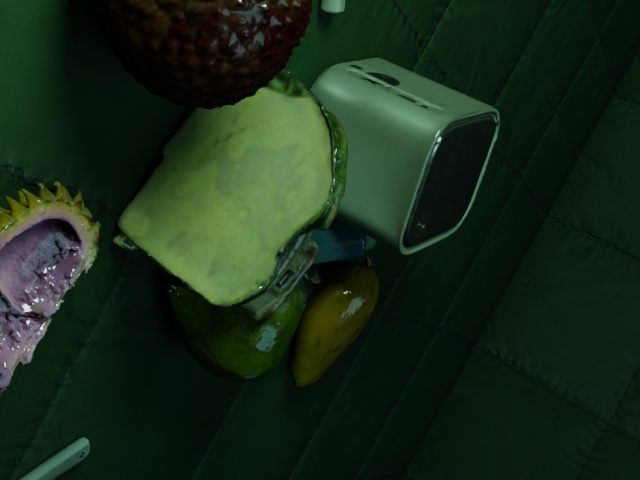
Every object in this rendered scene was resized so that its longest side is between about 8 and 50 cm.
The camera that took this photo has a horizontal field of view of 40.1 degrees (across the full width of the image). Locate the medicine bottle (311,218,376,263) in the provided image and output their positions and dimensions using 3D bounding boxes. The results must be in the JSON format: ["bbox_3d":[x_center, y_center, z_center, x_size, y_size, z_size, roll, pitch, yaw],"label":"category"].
[{"bbox_3d":[0.000,0.000,1.524,0.258,0.124,0.079,-8,89,-43],"label":"medicine bottle"}]

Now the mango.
[{"bbox_3d":[0.025,0.166,1.787,0.176,0.119,0.317,-19,137,-64],"label":"mango"}]

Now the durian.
[{"bbox_3d":[-0.383,0.058,0.961,0.341,0.112,0.191,-59,146,-23],"label":"durian"}]

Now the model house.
[{"bbox_3d":[-0.074,-0.042,1.243,0.321,0.261,0.266,-53,156,-2],"label":"model house"}]

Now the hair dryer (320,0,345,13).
[{"bbox_3d":[0.044,-0.397,1.352,0.124,0.038,0.063,-42,148,-45],"label":"hair dryer"}]

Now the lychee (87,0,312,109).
[{"bbox_3d":[-0.122,-0.271,0.949,0.260,0.261,0.260,-42,148,-34],"label":"lychee"}]

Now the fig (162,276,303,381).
[{"bbox_3d":[-0.159,0.111,1.384,0.235,0.203,0.203,27,92,-25],"label":"fig"}]

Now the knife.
[{"bbox_3d":[-0.407,0.349,1.293,0.162,0.023,0.044,-33,141,-43],"label":"knife"}]

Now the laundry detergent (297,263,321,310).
[{"bbox_3d":[-0.053,0.096,1.625,0.221,0.078,0.144,-60,156,-6],"label":"laundry detergent"}]

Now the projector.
[{"bbox_3d":[0.124,-0.150,1.498,0.248,0.249,0.248,-21,134,-51],"label":"projector"}]
